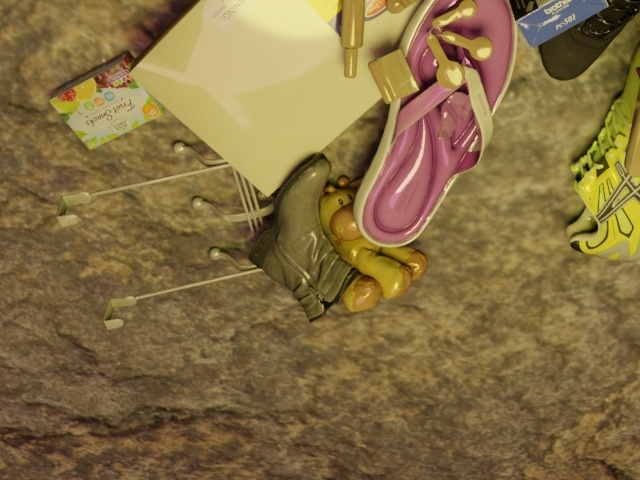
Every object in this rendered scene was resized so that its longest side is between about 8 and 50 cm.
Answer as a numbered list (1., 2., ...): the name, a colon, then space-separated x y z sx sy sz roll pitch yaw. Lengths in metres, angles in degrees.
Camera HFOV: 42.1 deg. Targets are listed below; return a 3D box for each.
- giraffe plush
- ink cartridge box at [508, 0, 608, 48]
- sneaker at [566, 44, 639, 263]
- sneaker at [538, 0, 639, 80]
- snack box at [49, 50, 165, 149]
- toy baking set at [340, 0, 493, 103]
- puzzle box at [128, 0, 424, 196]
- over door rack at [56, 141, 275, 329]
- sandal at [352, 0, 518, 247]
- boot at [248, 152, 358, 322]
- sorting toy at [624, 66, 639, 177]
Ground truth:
1. giraffe plush: 0.053 -0.011 1.335 0.210 0.181 0.170 14 126 38
2. ink cartridge box: 0.277 -0.322 1.020 0.097 0.207 0.046 -27 123 22
3. sneaker: 0.452 -0.113 1.219 0.147 0.145 0.384 -3 127 5
4. sneaker: 0.371 -0.322 1.066 0.109 0.130 0.286 14 129 -11
5. snack box: -0.319 -0.209 1.254 0.141 0.037 0.100 -22 125 19
6. toy baking set: 0.121 -0.301 1.047 0.197 0.030 0.256 2 109 12
7. puzzle box: -0.021 -0.277 1.128 0.409 0.052 0.272 -39 117 17
8. over door rack: -0.230 -0.023 1.334 0.324 0.108 0.239 -20 128 -8
9. sandal: 0.170 -0.152 1.144 0.169 0.102 0.416 5 123 -19
10. boot: 0.000 0.000 1.248 0.161 0.083 0.246 41 131 15
11. sorting toy: 0.510 -0.213 1.014 0.257 0.089 0.255 -2 123 -2
